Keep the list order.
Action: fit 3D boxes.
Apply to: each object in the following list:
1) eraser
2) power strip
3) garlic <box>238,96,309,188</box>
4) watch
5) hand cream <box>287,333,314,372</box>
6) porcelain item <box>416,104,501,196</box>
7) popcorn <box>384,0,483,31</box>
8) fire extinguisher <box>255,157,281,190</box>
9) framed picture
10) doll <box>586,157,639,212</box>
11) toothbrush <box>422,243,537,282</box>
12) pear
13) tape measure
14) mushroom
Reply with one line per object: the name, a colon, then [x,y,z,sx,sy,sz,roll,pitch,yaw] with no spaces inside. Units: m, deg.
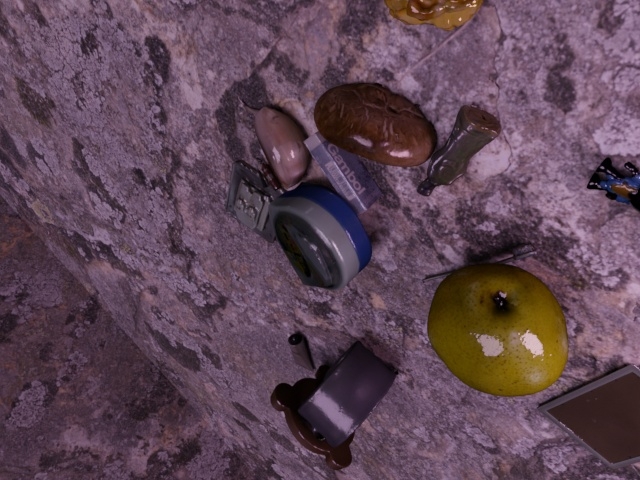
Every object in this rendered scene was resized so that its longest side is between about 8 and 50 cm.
eraser: [0.056,-0.165,1.050,0.046,0.092,0.212,-27,103,44]
power strip: [-0.201,-0.100,1.314,0.198,0.064,0.213,33,135,13]
garlic: [-0.114,-0.260,1.123,0.148,0.128,0.266,-17,99,31]
watch: [0.074,0.458,1.382,0.314,0.335,0.327,44,118,10]
hand cream: [-0.073,0.398,1.601,0.087,0.054,0.186,16,136,34]
porcelain item: [0.266,-0.163,0.909,0.081,0.069,0.215,13,139,-15]
popcorn: [0.182,-0.413,0.724,0.180,0.180,0.170,46,170,0]
fire extinguisher: [-0.149,-0.178,1.236,0.046,0.032,0.100,-34,88,48]
framed picture: [0.697,0.412,1.045,0.232,0.019,0.296,39,137,7]
doll: [0.558,-0.072,0.757,0.195,0.070,0.096,32,151,24]
toothbrush: [0.354,0.062,1.041,0.294,0.026,0.028,-28,84,45]
pear: [0.364,0.180,0.940,0.294,0.294,0.294,20,131,25]
tape measure: [-0.002,0.000,1.115,0.262,0.138,0.259,15,139,60]
mushroom: [0.089,-0.227,0.936,0.286,0.151,0.156,27,132,19]
